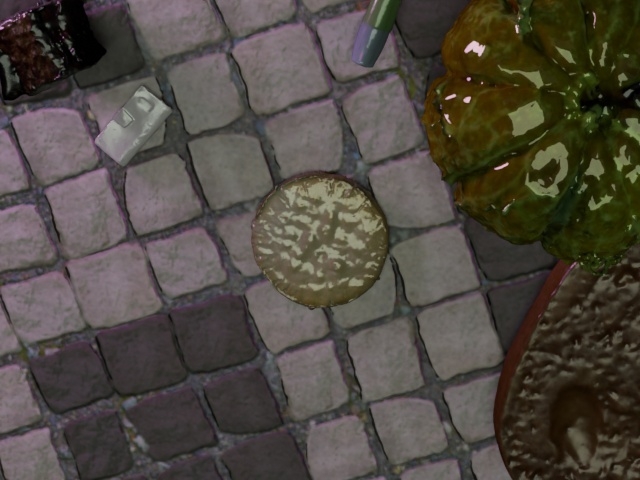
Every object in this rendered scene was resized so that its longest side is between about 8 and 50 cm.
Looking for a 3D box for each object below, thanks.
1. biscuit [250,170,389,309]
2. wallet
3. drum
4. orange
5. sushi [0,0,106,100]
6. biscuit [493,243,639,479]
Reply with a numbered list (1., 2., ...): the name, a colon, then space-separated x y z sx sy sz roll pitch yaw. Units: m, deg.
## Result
1. biscuit: 0.000 0.000 2.009 0.152 0.020 0.152 2 108 5
2. wallet: -0.194 -0.120 1.994 0.044 0.011 0.083 40 107 -7
3. drum: 0.106 -0.290 1.893 0.130 0.049 0.253 6 108 3
4. orange: 0.254 -0.129 1.841 0.301 0.223 0.300 18 98 -1
5. sushi: -0.276 -0.198 1.936 0.098 0.094 0.084 -18 102 27
6. biscuit: 0.356 0.146 2.001 0.314 0.063 0.367 24 107 -5
